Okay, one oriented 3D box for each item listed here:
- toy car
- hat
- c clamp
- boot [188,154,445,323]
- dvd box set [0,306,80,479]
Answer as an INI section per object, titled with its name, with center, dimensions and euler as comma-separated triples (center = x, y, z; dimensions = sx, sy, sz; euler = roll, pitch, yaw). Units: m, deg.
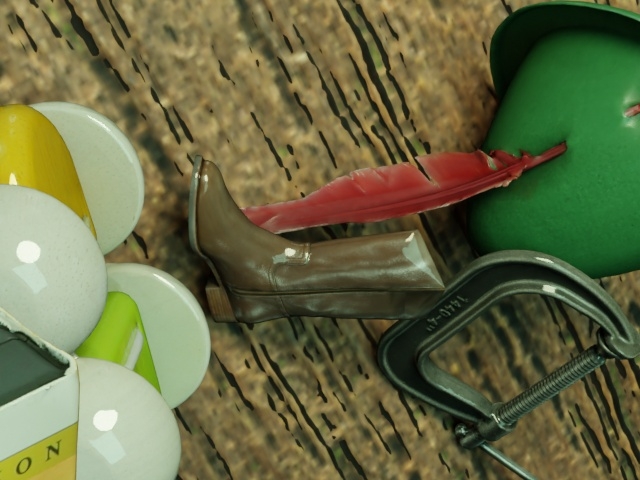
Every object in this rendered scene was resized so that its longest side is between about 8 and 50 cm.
[toy car]
center = -0.131, 0.039, 0.643
dimensions = 0.136, 0.159, 0.182
euler = -18, 110, 9
[hat]
center = 0.096, 0.004, 0.739
dimensions = 0.183, 0.208, 0.173
euler = -48, 125, -21
[c clamp]
center = 0.103, 0.064, 0.784
dimensions = 0.137, 0.161, 0.022
euler = 28, 49, -10
[boot]
center = 0.000, 0.000, 0.713
dimensions = 0.106, 0.114, 0.037
euler = 79, 14, -48
[dvd box set]
center = -0.219, 0.256, 0.525
dimensions = 0.307, 0.062, 0.420
euler = -24, 132, -45
